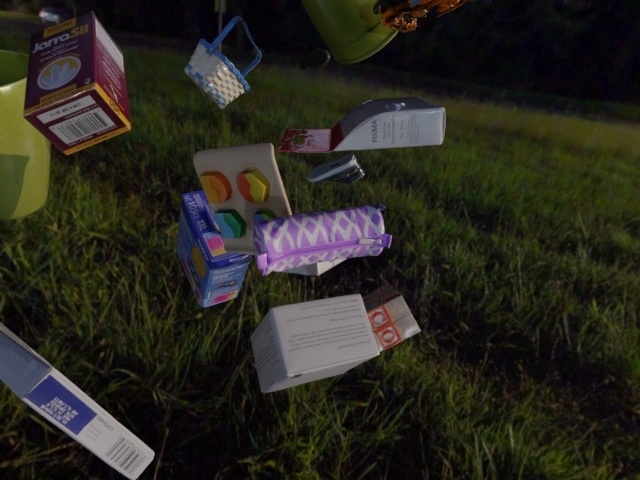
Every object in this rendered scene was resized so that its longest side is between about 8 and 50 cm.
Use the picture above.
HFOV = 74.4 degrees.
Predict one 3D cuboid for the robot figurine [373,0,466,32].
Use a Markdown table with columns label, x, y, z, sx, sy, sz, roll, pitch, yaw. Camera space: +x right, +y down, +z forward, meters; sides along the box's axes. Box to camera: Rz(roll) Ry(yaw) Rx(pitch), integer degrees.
| label | x | y | z | sx | sy | sz | roll | pitch | yaw |
| --- | --- | --- | --- | --- | --- | --- | --- | --- | --- |
| robot figurine | 0.296 | -0.689 | 1.218 | 0.211 | 0.085 | 0.291 | -11 | 5 | -41 |

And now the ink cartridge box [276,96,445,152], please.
| label | x | y | z | sx | sy | sz | roll | pitch | yaw |
| --- | --- | --- | --- | --- | --- | --- | --- | --- | --- |
| ink cartridge box | 0.089 | -0.305 | 1.082 | 0.385 | 0.091 | 0.308 | -2 | 24 | 1 |

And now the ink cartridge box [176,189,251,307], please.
| label | x | y | z | sx | sy | sz | roll | pitch | yaw |
| --- | --- | --- | --- | --- | --- | --- | --- | --- | --- |
| ink cartridge box | -0.364 | 0.012 | 1.420 | 0.151 | 0.395 | 0.270 | -16 | 64 | -32 |

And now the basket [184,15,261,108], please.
| label | x | y | z | sx | sy | sz | roll | pitch | yaw |
| --- | --- | --- | --- | --- | --- | --- | --- | --- | --- |
| basket | -0.364 | -0.684 | 1.628 | 0.201 | 0.289 | 0.255 | 46 | -1 | 15 |

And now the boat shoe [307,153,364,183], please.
| label | x | y | z | sx | sy | sz | roll | pitch | yaw |
| --- | --- | --- | --- | --- | --- | --- | --- | --- | --- |
| boat shoe | 0.049 | -0.210 | 1.364 | 0.183 | 0.083 | 0.065 | -16 | 44 | 32 |

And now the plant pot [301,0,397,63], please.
| label | x | y | z | sx | sy | sz | roll | pitch | yaw |
| --- | --- | --- | --- | --- | --- | --- | --- | --- | --- |
| plant pot | 0.077 | -0.874 | 1.439 | 0.353 | 0.366 | 0.366 | 31 | 7 | -43 |

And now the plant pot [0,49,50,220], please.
| label | x | y | z | sx | sy | sz | roll | pitch | yaw |
| --- | --- | --- | --- | --- | --- | --- | --- | --- | --- |
| plant pot | -0.678 | -0.196 | 0.855 | 0.274 | 0.293 | 0.275 | 4 | 38 | -3 |

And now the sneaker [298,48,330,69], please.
| label | x | y | z | sx | sy | sz | roll | pitch | yaw |
| --- | --- | --- | --- | --- | --- | --- | --- | --- | --- |
| sneaker | -0.005 | -0.589 | 1.370 | 0.089 | 0.051 | 0.170 | -28 | 22 | -35 |

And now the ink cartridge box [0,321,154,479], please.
| label | x | y | z | sx | sy | sz | roll | pitch | yaw |
| --- | --- | --- | --- | --- | --- | --- | --- | --- | --- |
| ink cartridge box | -0.353 | 0.207 | 0.566 | 0.224 | 0.223 | 0.045 | 14 | 49 | 36 |

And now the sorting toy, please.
| label | x | y | z | sx | sy | sz | roll | pitch | yaw |
| --- | --- | --- | --- | --- | --- | --- | --- | --- | --- |
| sorting toy | -0.140 | -0.066 | 0.770 | 0.193 | 0.208 | 0.038 | 3 | 27 | 33 |

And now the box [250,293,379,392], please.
| label | x | y | z | sx | sy | sz | roll | pitch | yaw |
| --- | --- | --- | --- | --- | --- | --- | --- | --- | --- |
| box | -0.019 | 0.195 | 0.792 | 0.182 | 0.181 | 0.119 | -5 | 65 | -24 |

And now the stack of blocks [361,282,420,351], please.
| label | x | y | z | sx | sy | sz | roll | pitch | yaw |
| --- | --- | --- | --- | --- | --- | --- | --- | --- | --- |
| stack of blocks | 0.121 | 0.191 | 1.010 | 0.171 | 0.087 | 0.297 | -29 | -3 | 2 |

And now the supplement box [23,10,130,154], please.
| label | x | y | z | sx | sy | sz | roll | pitch | yaw |
| --- | --- | --- | --- | --- | --- | --- | --- | --- | --- |
| supplement box | -0.348 | -0.230 | 0.608 | 0.104 | 0.081 | 0.188 | -21 | 59 | 1 |

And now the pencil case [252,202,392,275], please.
| label | x | y | z | sx | sy | sz | roll | pitch | yaw |
| --- | --- | --- | --- | --- | --- | --- | --- | --- | --- |
| pencil case | 0.000 | 0.000 | 0.633 | 0.206 | 0.086 | 0.088 | -10 | 35 | -15 |

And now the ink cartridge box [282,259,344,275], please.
| label | x | y | z | sx | sy | sz | roll | pitch | yaw |
| --- | --- | --- | --- | --- | --- | --- | --- | --- | --- |
| ink cartridge box | -0.022 | 0.050 | 1.520 | 0.154 | 0.093 | 0.212 | 1 | 12 | 32 |
